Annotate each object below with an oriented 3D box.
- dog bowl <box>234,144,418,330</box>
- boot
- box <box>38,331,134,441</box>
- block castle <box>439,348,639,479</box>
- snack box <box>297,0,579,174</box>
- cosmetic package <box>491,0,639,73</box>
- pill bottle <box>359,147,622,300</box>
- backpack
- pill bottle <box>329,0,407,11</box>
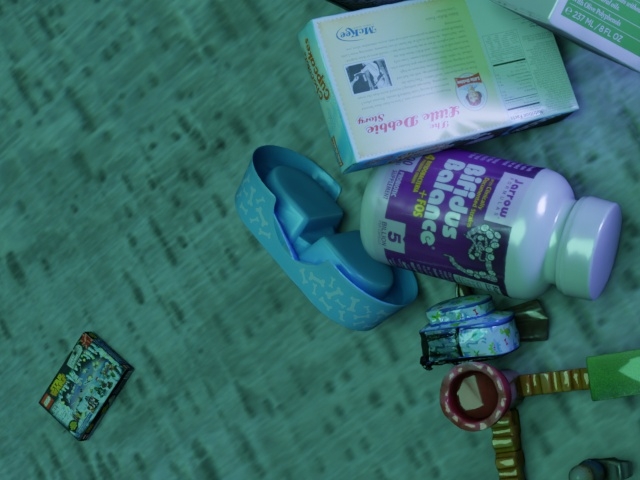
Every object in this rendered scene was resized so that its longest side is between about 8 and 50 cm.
[{"bbox_3d":[0.000,0.000,1.874,0.297,0.166,0.074,49,118,18],"label":"dog bowl"},{"bbox_3d":[0.239,0.086,1.825,0.114,0.037,0.106,-13,96,26],"label":"boot"},{"bbox_3d":[-0.349,0.217,2.086,0.094,0.027,0.137,38,103,22],"label":"box"},{"bbox_3d":[0.384,0.266,1.657,0.453,0.213,0.303,-11,84,23],"label":"block castle"},{"bbox_3d":[0.150,-0.209,1.753,0.322,0.060,0.187,-14,82,-21],"label":"snack box"},{"bbox_3d":[0.374,-0.410,1.680,0.155,0.197,0.365,41,108,55],"label":"cosmetic package"},{"bbox_3d":[0.216,-0.021,1.769,0.302,0.169,0.169,14,93,24],"label":"pill bottle"},{"bbox_3d":[0.190,0.112,1.773,0.114,0.105,0.084,-5,96,24],"label":"backpack"},{"bbox_3d":[0.056,-0.392,1.749,0.210,0.363,0.210,-1,88,24],"label":"pill bottle"}]
